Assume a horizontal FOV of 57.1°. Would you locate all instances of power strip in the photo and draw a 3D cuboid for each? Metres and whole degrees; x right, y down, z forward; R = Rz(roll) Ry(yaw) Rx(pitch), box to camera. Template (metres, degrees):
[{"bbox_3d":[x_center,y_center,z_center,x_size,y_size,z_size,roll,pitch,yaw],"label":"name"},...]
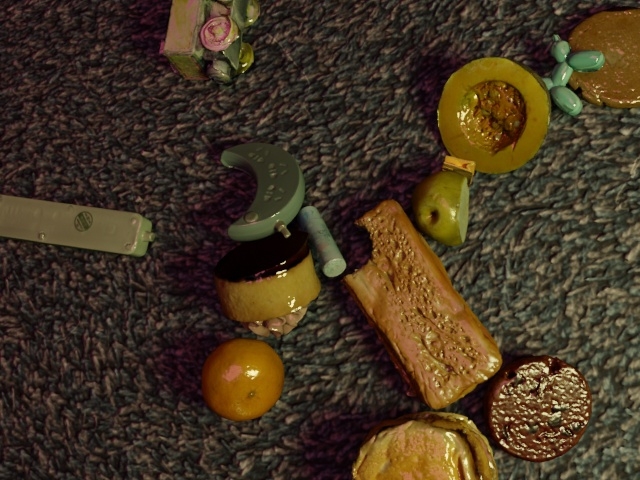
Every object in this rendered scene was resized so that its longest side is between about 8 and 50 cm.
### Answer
[{"bbox_3d":[-0.528,-0.029,1.252,0.385,0.062,0.091,8,79,12],"label":"power strip"},{"bbox_3d":[-0.112,-0.097,1.157,0.167,0.054,0.253,-16,53,1],"label":"power strip"}]

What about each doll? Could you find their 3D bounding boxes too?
[{"bbox_3d":[0.440,-0.308,1.129,0.158,0.059,0.159,38,114,28],"label":"doll"}]

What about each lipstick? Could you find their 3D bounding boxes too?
[{"bbox_3d":[0.000,0.000,1.129,0.048,0.048,0.158,-29,48,3],"label":"lipstick"}]

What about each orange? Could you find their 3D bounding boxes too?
[{"bbox_3d":[-0.145,0.252,1.088,0.159,0.159,0.136,-48,31,-3],"label":"orange"}]

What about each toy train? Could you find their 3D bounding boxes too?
[{"bbox_3d":[-0.233,-0.468,1.258,0.177,0.134,0.261,5,79,11],"label":"toy train"}]

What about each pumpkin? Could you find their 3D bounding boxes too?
[{"bbox_3d":[0.343,-0.244,1.117,0.110,0.217,0.217,-28,70,-40],"label":"pumpkin"}]

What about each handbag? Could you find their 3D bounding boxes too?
[{"bbox_3d":[0.264,-0.136,1.128,0.061,0.083,0.027,19,81,16],"label":"handbag"}]

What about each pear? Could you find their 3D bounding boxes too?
[{"bbox_3d":[0.221,-0.061,1.099,0.104,0.141,0.141,5,79,26],"label":"pear"}]

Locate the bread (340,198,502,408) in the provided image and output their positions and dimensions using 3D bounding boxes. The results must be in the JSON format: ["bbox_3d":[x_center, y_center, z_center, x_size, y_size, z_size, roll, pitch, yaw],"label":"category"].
[{"bbox_3d":[0.163,0.115,1.083,0.185,0.109,0.380,-34,73,9],"label":"bread"}]

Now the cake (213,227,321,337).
[{"bbox_3d":[-0.084,0.097,1.099,0.207,0.185,0.178,-23,111,2],"label":"cake"}]

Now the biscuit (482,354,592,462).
[{"bbox_3d":[0.377,0.291,1.022,0.192,0.049,0.192,0,94,3],"label":"biscuit"}]

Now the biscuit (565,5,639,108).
[{"bbox_3d":[0.583,-0.354,1.141,0.225,0.042,0.226,-2,77,10],"label":"biscuit"}]

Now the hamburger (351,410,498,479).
[{"bbox_3d":[0.179,0.405,0.992,0.244,0.163,0.245,-1,85,14],"label":"hamburger"}]
